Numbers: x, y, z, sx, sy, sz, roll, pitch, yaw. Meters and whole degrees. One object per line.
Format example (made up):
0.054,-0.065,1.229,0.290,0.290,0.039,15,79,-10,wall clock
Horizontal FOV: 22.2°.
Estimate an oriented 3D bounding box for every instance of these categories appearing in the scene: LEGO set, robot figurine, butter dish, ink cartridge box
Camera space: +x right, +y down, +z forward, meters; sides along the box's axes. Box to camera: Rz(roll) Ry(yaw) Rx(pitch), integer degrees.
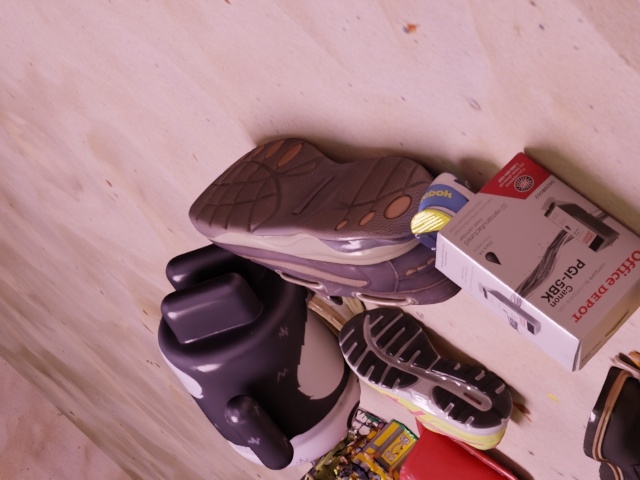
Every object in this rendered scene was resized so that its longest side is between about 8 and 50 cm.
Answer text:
0.005,0.321,2.016,0.331,0.192,0.255,28,154,43,LEGO set
-0.064,0.124,1.771,0.173,0.209,0.278,14,145,45,robot figurine
0.142,0.291,1.779,0.160,0.118,0.160,34,157,33,butter dish
0.167,0.015,1.194,0.135,0.099,0.056,38,158,21,ink cartridge box

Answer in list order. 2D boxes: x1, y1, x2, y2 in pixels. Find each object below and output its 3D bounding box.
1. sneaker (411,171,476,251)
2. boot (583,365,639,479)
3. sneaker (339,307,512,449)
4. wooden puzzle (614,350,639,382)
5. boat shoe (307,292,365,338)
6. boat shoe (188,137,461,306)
0.136,-0.001,1.313,0.053,0.059,0.144,-25,128,38,sneaker
0.290,0.172,1.292,0.137,0.077,0.198,21,164,27,boot
0.102,0.147,1.633,0.208,0.081,0.094,35,160,29,sneaker
0.270,0.131,1.341,0.078,0.014,0.116,31,156,38,wooden puzzle
0.033,0.105,1.741,0.056,0.048,0.153,27,153,45,boat shoe
0.000,0.000,1.474,0.130,0.132,0.355,56,160,-25,boat shoe
